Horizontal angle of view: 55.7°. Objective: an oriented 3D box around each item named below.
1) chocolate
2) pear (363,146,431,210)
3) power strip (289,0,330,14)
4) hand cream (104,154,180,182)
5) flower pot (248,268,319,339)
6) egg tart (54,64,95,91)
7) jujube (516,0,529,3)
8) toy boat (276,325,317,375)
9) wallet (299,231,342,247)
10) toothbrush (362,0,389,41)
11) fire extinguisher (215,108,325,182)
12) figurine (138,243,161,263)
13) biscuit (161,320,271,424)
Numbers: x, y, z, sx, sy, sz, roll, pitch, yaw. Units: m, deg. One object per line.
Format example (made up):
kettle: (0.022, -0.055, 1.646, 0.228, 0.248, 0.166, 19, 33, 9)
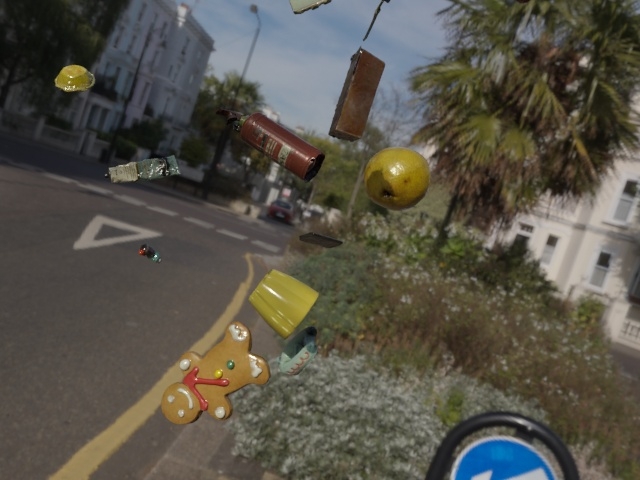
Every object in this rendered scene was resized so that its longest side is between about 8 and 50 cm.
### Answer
chocolate: (0.131, -0.512, 2.146, 0.112, 0.321, 0.112, 18, -6, -16)
pear: (0.232, -0.189, 1.864, 0.209, 0.209, 0.209, 18, 4, -1)
power strip: (-0.009, -0.823, 2.007, 0.064, 0.198, 0.213, 62, 9, -53)
hand cream: (-0.618, -0.241, 2.095, 0.248, 0.075, 0.052, -13, 3, -23)
flower pot: (-0.127, 0.192, 1.962, 0.179, 0.195, 0.195, 39, 3, -2)
egg tart: (-0.614, -0.408, 1.514, 0.105, 0.039, 0.105, 7, 41, -6)
jujube: (0.658, -0.830, 1.994, 0.077, 0.077, 0.129, 17, 33, -22)
toy boat: (-0.084, 0.385, 2.099, 0.079, 0.207, 0.134, 24, 36, -23)
wallet: (0.000, 0.000, 2.088, 0.082, 0.018, 0.157, -14, -21, 42)
toothbrush: (0.198, -0.802, 2.172, 0.028, 0.026, 0.294, 43, -20, -2)
fire extinguisher: (-0.158, -0.299, 1.793, 0.337, 0.106, 0.147, 33, 21, 12)
figurine: (-0.701, 0.058, 2.492, 0.047, 0.060, 0.106, -24, -47, 28)
biscuit: (-0.301, 0.390, 1.661, 0.216, 0.340, 0.047, 58, 9, 9)
